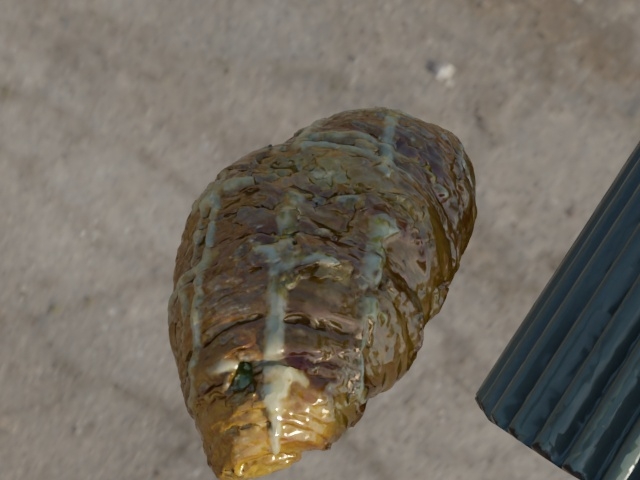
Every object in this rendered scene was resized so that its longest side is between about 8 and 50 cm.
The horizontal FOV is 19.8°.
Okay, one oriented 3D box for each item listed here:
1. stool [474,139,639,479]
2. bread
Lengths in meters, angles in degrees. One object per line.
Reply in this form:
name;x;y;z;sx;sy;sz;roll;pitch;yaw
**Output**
stool;0.291;0.020;1.020;0.297;0.297;0.330;29;92;-4
bread;0.000;0.000;0.706;0.105;0.076;0.233;2;29;22
